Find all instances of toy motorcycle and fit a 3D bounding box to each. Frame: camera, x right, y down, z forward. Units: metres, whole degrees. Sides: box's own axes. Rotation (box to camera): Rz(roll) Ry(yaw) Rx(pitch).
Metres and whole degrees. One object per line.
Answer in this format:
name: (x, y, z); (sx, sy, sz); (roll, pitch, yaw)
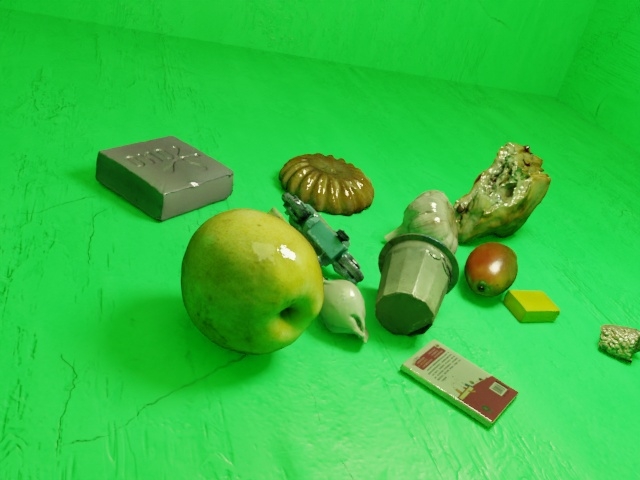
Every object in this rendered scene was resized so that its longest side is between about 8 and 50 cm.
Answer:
toy motorcycle: (0.001, 0.001, 1.779); (0.296, 0.109, 0.198); (48, -4, 5)

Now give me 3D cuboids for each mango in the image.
mango: (0.488, 0.072, 1.956); (0.146, 0.129, 0.289); (-10, 10, 17)

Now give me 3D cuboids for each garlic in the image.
garlic: (0.294, -0.037, 2.033); (0.212, 0.218, 0.218); (-14, 21, 20)

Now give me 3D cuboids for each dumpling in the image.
dumpling: (0.056, 0.162, 1.623); (0.111, 0.181, 0.155); (-16, -10, 14)

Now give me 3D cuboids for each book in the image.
book: (0.313, 0.315, 1.542); (0.232, 0.022, 0.162); (30, 30, 26)

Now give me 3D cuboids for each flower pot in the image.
flower pot: (0.226, 0.126, 1.686); (0.212, 0.212, 0.202); (18, 42, 5)

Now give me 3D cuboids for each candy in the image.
candy: (0.792, 0.265, 1.811); (0.110, 0.085, 0.095); (19, 18, 31)

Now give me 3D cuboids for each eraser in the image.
eraser: (0.581, 0.181, 1.888); (0.122, 0.045, 0.097); (2, 30, -23)

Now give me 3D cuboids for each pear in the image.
pear: (-0.149, 0.086, 1.445); (0.314, 0.314, 0.314); (12, 29, -6)

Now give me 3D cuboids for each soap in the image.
soap: (-0.448, -0.185, 1.993); (0.285, 0.107, 0.296); (31, 33, 23)

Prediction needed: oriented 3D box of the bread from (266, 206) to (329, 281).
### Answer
bread: (-0.094, 0.030, 1.778); (0.178, 0.142, 0.266); (-14, 35, -18)

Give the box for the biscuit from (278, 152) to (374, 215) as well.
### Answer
biscuit: (0.025, -0.197, 2.246); (0.325, 0.107, 0.326); (12, 32, -8)

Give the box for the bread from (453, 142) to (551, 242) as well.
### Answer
bread: (0.585, -0.140, 2.209); (0.191, 0.314, 0.370); (39, 31, 22)
